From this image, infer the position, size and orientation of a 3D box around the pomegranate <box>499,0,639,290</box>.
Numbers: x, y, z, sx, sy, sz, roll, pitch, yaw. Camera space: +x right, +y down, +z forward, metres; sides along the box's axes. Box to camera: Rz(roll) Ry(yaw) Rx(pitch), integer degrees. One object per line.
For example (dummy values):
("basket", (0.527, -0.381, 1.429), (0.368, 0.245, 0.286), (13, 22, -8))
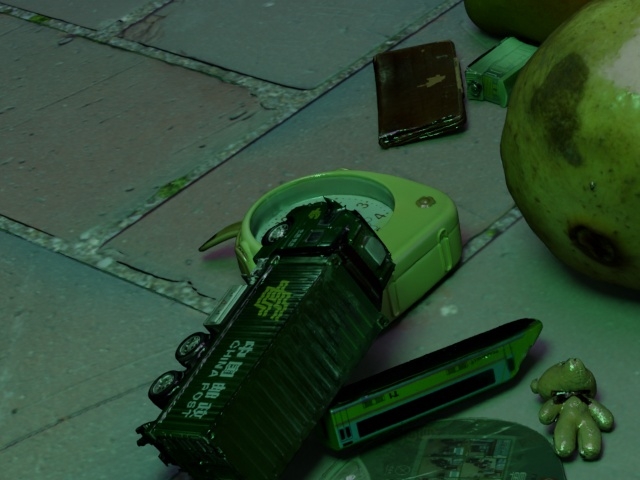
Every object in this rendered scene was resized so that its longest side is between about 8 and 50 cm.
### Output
("pomegranate", (0.287, -0.086, 1.653), (0.281, 0.281, 0.281), (-7, 32, 5))

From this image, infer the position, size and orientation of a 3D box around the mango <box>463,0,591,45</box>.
("mango", (0.265, -0.251, 2.035), (0.289, 0.146, 0.129), (13, 84, 34))

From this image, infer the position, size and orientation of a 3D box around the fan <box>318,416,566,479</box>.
("fan", (0.061, 0.190, 1.523), (0.294, 0.012, 0.223), (19, 42, 39))

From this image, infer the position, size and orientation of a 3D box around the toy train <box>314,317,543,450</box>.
("toy train", (0.093, 0.117, 1.593), (0.209, 0.042, 0.044), (-19, 14, -23))

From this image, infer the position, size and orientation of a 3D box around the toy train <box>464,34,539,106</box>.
("toy train", (0.192, -0.175, 2.032), (0.056, 0.038, 0.093), (21, 43, 36))

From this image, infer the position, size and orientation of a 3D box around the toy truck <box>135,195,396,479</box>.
("toy truck", (-0.036, 0.081, 1.568), (0.121, 0.088, 0.259), (-3, 44, 49))

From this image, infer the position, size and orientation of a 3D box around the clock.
("clock", (0.000, 0.000, 1.786), (0.232, 0.069, 0.170), (17, 42, 38))

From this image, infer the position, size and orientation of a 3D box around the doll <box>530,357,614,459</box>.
("doll", (0.199, 0.136, 1.554), (0.061, 0.051, 0.093), (6, 58, -8))

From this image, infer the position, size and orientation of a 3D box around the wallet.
("wallet", (0.102, -0.153, 2.036), (0.095, 0.026, 0.176), (-13, 31, 6))
